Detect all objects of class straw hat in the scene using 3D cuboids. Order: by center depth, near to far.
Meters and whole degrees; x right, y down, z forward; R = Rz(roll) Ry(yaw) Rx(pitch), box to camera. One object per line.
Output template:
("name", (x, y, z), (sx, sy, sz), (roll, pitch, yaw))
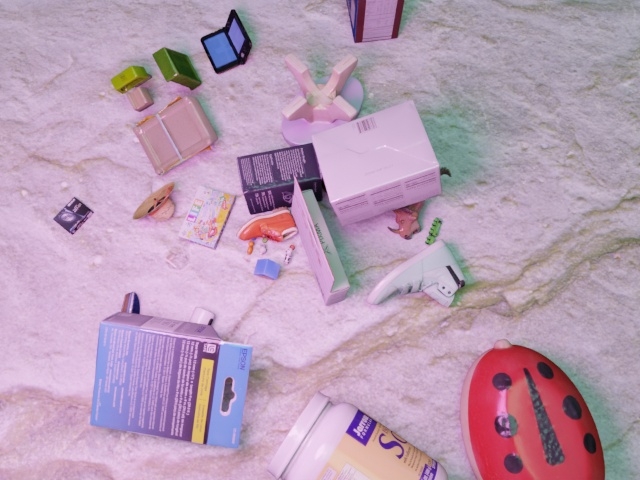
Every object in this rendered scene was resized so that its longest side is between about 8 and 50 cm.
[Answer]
("straw hat", (-0.423, -0.085, 1.531), (0.144, 0.144, 0.061), (-47, 120, -13))

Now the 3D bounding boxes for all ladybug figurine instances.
("ladybug figurine", (0.484, 0.441, 1.303), (0.305, 0.162, 0.449), (-16, 72, -5))

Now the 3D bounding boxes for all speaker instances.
("speaker", (-0.314, 0.237, 1.431), (0.055, 0.055, 0.136), (20, 73, 7))

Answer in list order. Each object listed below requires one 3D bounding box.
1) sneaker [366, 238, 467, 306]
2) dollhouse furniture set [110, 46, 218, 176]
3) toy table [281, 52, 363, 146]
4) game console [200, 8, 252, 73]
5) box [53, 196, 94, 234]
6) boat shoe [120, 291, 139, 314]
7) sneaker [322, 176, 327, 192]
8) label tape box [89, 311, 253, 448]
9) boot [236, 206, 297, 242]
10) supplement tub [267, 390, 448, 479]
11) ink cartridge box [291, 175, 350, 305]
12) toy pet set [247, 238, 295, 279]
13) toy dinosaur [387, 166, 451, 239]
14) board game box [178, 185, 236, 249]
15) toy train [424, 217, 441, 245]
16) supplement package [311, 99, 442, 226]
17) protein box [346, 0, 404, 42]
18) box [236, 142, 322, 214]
("sneaker", (0.249, 0.122, 1.445), (0.256, 0.094, 0.151), (-33, 78, -9))
("dollhouse furniture set", (-0.417, -0.354, 1.621), (0.198, 0.151, 0.301), (-27, 91, 13))
("toy table", (0.003, -0.390, 1.580), (0.252, 0.161, 0.274), (33, 76, 11))
("game console", (-0.277, -0.583, 1.686), (0.085, 0.124, 0.144), (-16, 71, -33))
("box", (-0.666, -0.067, 1.551), (0.067, 0.018, 0.083), (37, 76, 11))
("boat shoe", (-0.498, 0.216, 1.433), (0.066, 0.066, 0.183), (3, 72, 3))
("sneaker", (0.055, -0.218, 1.568), (0.066, 0.071, 0.188), (16, 73, 6))
("label tape box", (-0.336, 0.320, 1.335), (0.348, 0.115, 0.249), (8, 96, 1))
("boot", (-0.138, -0.025, 1.501), (0.158, 0.059, 0.084), (-23, 67, -16))
("supplement tub", (0.077, 0.505, 1.243), (0.331, 0.241, 0.241), (32, 75, 10))
("ink cartridge box", (0.000, 0.000, 1.408), (0.060, 0.239, 0.275), (-17, 73, -12))
("toy pet set", (-0.138, 0.040, 1.489), (0.122, 0.065, 0.114), (13, 72, 5))
("toy dinosaur", (0.209, -0.170, 1.531), (0.200, 0.127, 0.295), (-31, 69, -2))
("board game box", (-0.303, -0.061, 1.543), (0.104, 0.026, 0.154), (17, 73, 6))
("toy train", (0.301, -0.023, 1.532), (0.024, 0.017, 0.083), (25, 74, -2))
("supplement package", (0.138, -0.186, 1.409), (0.262, 0.145, 0.203), (-18, 63, 7))
("protein box", (0.152, -0.722, 1.663), (0.136, 0.201, 0.199), (-8, 72, -2))
("box", (-0.103, -0.159, 1.509), (0.207, 0.153, 0.108), (-12, 72, -5))
